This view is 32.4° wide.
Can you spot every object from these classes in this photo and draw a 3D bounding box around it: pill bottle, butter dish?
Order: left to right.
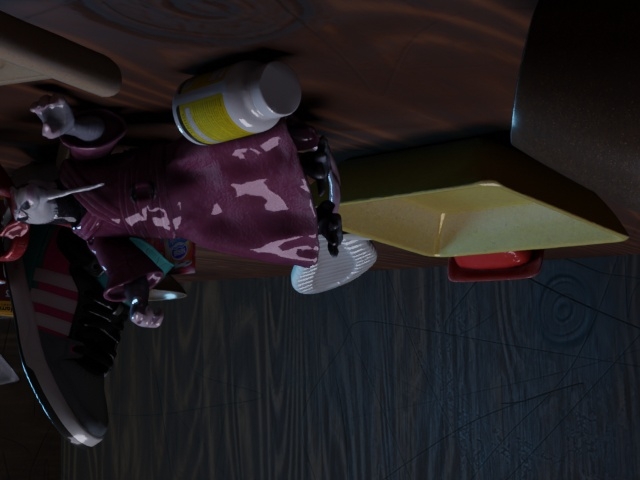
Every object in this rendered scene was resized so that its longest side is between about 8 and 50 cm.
[{"bbox_3d":[-0.073,-0.123,0.969,0.065,0.065,0.116,4,172,-42],"label":"pill bottle"},{"bbox_3d":[0.252,-0.029,1.664,0.160,0.159,0.118,-5,150,35],"label":"butter dish"}]

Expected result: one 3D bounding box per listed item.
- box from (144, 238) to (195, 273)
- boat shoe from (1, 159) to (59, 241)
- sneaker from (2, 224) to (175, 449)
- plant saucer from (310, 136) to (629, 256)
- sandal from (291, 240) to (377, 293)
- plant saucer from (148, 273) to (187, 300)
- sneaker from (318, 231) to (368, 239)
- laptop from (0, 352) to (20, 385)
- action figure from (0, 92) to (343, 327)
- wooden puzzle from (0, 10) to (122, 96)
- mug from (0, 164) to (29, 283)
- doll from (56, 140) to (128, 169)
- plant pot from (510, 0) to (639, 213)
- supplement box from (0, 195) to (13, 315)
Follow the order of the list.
[{"bbox_3d":[-0.342,-0.003,1.793,0.257,0.122,0.128,-4,172,26],"label":"box"},{"bbox_3d":[-0.380,-0.028,1.502,0.157,0.135,0.367,0,171,-11],"label":"boat shoe"},{"bbox_3d":[-0.249,0.077,1.275,0.179,0.295,0.124,-27,153,8],"label":"sneaker"},{"bbox_3d":[0.185,-0.055,1.457,0.333,0.080,0.333,-6,165,42],"label":"plant saucer"},{"bbox_3d":[0.015,-0.004,2.025,0.170,0.102,0.416,-15,162,-4],"label":"sandal"},{"bbox_3d":[-0.309,0.070,1.735,0.199,0.036,0.198,-1,171,0],"label":"plant saucer"},{"bbox_3d":[0.037,-0.037,1.714,0.237,0.085,0.086,1,169,-10],"label":"sneaker"},{"bbox_3d":[-0.716,0.073,1.638,0.408,0.236,0.382,38,159,32],"label":"laptop"},{"bbox_3d":[-0.168,-0.067,1.179,0.370,0.248,0.275,-2,-159,6],"label":"action figure"},{"bbox_3d":[-0.344,-0.149,0.668,0.348,0.080,0.322,2,175,22],"label":"wooden puzzle"},{"bbox_3d":[-0.397,-0.036,1.254,0.150,0.169,0.113,-1,174,-2],"label":"mug"},{"bbox_3d":[-0.211,-0.081,1.309,0.189,0.046,0.129,4,-153,-36],"label":"doll"},{"bbox_3d":[0.255,-0.096,0.758,0.231,0.215,0.215,11,177,15],"label":"plant pot"},{"bbox_3d":[-0.543,0.024,1.692,0.194,0.191,0.129,-5,171,37],"label":"supplement box"}]
